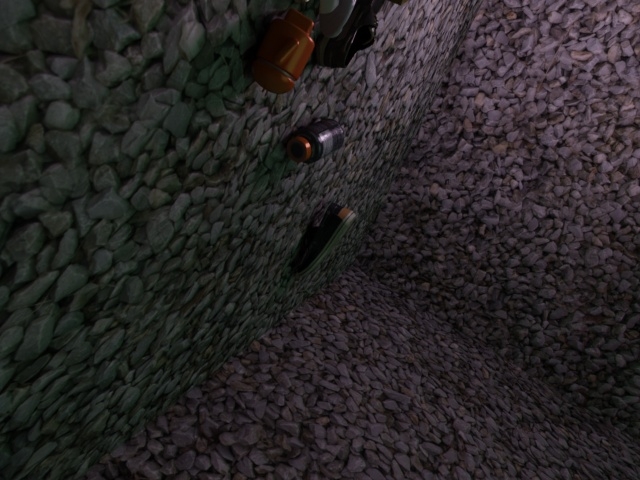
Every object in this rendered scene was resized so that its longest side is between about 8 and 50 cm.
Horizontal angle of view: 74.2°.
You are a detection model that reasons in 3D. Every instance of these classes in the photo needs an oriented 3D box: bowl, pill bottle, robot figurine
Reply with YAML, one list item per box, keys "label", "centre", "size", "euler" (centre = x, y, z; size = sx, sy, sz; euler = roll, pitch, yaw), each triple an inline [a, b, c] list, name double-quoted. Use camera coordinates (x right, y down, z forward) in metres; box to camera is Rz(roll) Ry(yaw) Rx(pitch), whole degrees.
- label: "bowl"
  centre: [0.030, -0.697, 1.127]
  size: [0.142, 0.053, 0.142]
  euler: [99, -4, -62]
- label: "pill bottle"
  centre: [-0.022, -0.361, 1.557]
  size: [0.246, 0.130, 0.130]
  euler: [-39, 155, -49]
- label: "robot figurine"
  centre: [-0.100, -0.483, 1.107]
  size: [0.128, 0.158, 0.219]
  euler: [17, 106, -51]

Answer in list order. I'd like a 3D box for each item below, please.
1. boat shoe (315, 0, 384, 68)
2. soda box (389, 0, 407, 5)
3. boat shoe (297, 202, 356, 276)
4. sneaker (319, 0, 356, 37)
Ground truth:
- label: "boat shoe"
  centre: [0.126, -0.690, 1.394]
  size: [0.355, 0.130, 0.132]
  euler: [-55, 164, -12]
- label: "soda box"
  centre: [0.296, -0.942, 1.499]
  size: [0.058, 0.061, 0.181]
  euler: [-48, 162, -33]
- label: "boat shoe"
  centre: [0.000, 0.000, 2.262]
  size: [0.500, 0.156, 0.187]
  euler: [-55, 173, 33]
- label: "sneaker"
  centre: [0.093, -0.735, 1.262]
  size: [0.153, 0.101, 0.268]
  euler: [-25, 141, -59]
